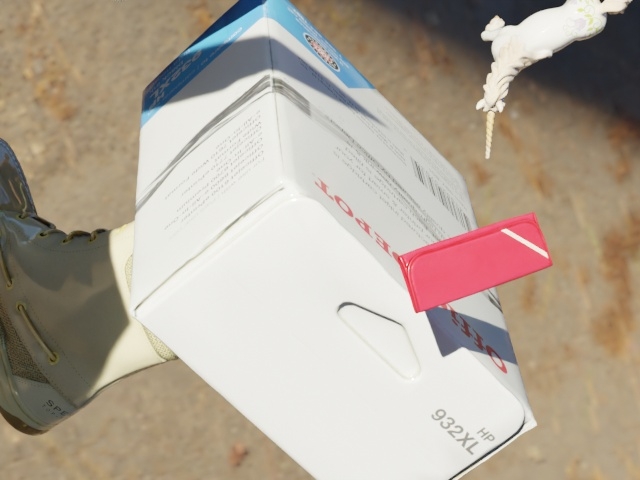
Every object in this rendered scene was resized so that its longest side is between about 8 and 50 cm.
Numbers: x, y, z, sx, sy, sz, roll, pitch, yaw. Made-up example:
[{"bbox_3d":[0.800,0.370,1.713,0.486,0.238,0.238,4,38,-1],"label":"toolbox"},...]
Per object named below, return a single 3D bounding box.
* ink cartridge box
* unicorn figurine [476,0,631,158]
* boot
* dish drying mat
[{"bbox_3d":[0.000,0.000,1.106,0.223,0.129,0.307,44,18,-24],"label":"ink cartridge box"},{"bbox_3d":[0.166,-0.151,1.324,0.060,0.162,0.111,46,14,-12],"label":"unicorn figurine"},{"bbox_3d":[-0.194,0.003,1.403,0.095,0.203,0.262,19,49,-57],"label":"boot"},{"bbox_3d":[0.082,0.011,0.905,0.083,0.008,0.032,-18,90,-22],"label":"dish drying mat"}]
